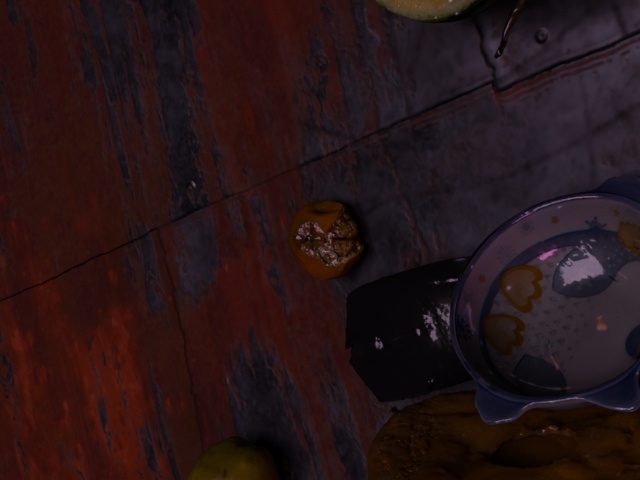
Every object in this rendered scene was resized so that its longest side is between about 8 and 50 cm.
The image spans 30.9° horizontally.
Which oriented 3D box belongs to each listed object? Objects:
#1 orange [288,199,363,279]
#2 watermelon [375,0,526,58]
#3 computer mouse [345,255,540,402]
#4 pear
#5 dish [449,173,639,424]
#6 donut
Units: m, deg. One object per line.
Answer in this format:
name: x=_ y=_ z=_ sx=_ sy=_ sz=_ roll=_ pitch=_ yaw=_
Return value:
orange: x=0.000 y=0.000 z=1.204 sx=0.086 sy=0.062 sz=0.086 roll=4 pitch=95 yaw=42
watermelon: x=0.129 y=-0.293 z=1.033 sx=0.232 sy=0.127 sz=0.204 roll=32 pitch=112 yaw=35
computer mouse: x=0.109 y=0.084 z=1.114 sx=0.217 sy=0.073 sz=0.122 roll=-22 pitch=80 yaw=40
pear: x=-0.098 y=0.282 z=1.278 sx=0.107 sy=0.107 sz=0.131 roll=29 pitch=103 yaw=34
dish: x=0.226 y=0.072 z=0.981 sx=0.236 sy=0.086 sz=0.228 roll=-41 pitch=43 yaw=2
donut: x=0.179 y=0.206 z=0.957 sx=0.277 sy=0.277 sz=0.109 roll=7 pitch=115 yaw=39
